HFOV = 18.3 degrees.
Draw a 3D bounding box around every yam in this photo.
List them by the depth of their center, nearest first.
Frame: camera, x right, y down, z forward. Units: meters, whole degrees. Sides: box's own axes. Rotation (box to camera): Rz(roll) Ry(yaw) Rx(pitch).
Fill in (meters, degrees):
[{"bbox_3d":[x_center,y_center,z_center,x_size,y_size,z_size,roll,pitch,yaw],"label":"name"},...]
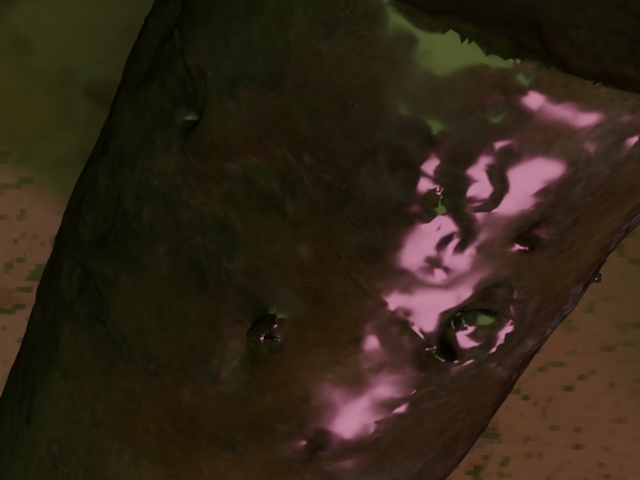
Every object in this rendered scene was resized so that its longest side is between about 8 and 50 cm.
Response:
[{"bbox_3d":[0.000,0.000,0.425,0.107,0.107,0.194,26,129,-4],"label":"yam"}]
